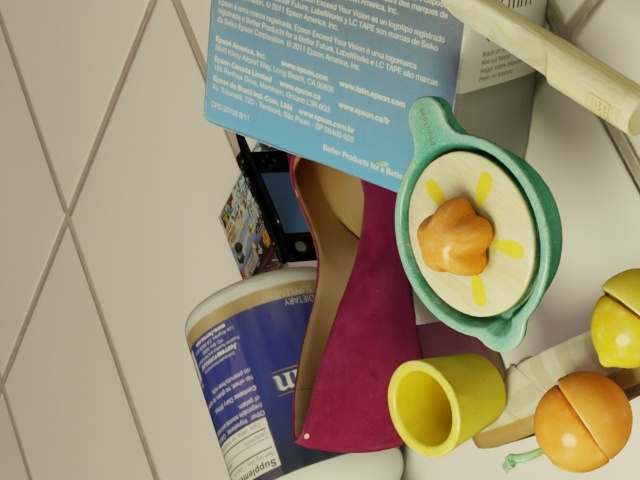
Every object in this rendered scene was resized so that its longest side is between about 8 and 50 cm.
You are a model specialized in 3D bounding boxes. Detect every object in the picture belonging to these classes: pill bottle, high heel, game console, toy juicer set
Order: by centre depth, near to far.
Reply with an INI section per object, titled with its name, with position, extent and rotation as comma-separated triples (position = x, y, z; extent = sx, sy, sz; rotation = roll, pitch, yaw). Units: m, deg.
[toy juicer set]
position = 0.128, 0.001, 0.961
extent = 0.209, 0.089, 0.329
rotation = 16, 112, 46
[high heel]
position = 0.000, 0.000, 1.244
extent = 0.377, 0.181, 0.127
rotation = 61, 145, 33
[pill bottle]
position = -0.015, 0.170, 1.349
extent = 0.153, 0.153, 0.265
rotation = -49, 55, 54
[game console]
position = -0.028, -0.048, 1.368
extent = 0.071, 0.107, 0.122
rotation = -52, 52, 45

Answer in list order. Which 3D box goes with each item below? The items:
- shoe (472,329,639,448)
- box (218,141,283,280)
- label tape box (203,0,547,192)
[shoe]
position = 0.179, 0.096, 1.059
extent = 0.219, 0.076, 0.058
rotation = -34, 69, 50
[box]
position = -0.057, -0.024, 1.505
extent = 0.137, 0.027, 0.094
rotation = -58, 47, 51
[label tape box]
position = 0.044, -0.226, 1.110
extent = 0.249, 0.115, 0.348
rotation = 23, 117, 36
